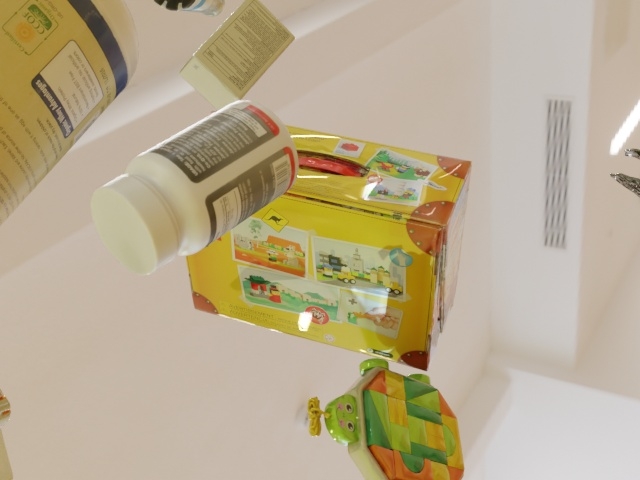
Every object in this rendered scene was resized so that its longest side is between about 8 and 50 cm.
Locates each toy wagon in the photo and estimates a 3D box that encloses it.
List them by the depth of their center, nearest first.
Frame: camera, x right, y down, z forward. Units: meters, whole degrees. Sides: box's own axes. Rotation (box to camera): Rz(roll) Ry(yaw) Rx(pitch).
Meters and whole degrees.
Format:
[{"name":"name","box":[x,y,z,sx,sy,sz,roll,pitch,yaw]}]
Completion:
[{"name":"toy wagon","box":[0.122,0.340,1.488,0.344,0.068,0.267,25,-133,-37]}]

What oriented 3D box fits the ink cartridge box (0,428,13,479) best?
[{"name":"ink cartridge box","box":[-0.668,0.328,1.354,0.270,0.197,0.198,-14,-91,-34]}]

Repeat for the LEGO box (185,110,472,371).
[{"name":"LEGO box","box":[0.000,0.000,1.584,0.193,0.501,0.372,-61,-21,-44]}]

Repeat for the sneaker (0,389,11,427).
[{"name":"sneaker","box":[-0.483,0.161,1.107,0.084,0.083,0.214,-28,-54,-24]}]

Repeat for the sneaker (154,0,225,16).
[{"name":"sneaker","box":[-0.171,-0.290,0.883,0.071,0.190,0.083,-48,-21,15]}]

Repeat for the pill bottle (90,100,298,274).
[{"name":"pill bottle","box":[-0.179,-0.079,1.225,0.283,0.161,0.161,-37,-49,-37]}]

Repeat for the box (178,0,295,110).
[{"name":"box","box":[-0.198,-0.439,2.007,0.149,0.127,0.232,44,-114,-13]}]

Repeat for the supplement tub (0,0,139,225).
[{"name":"supplement tub","box":[-0.318,-0.105,0.649,0.316,0.228,0.228,-55,-37,-21]}]

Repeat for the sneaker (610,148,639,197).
[{"name":"sneaker","box":[0.318,-0.026,0.672,0.051,0.170,0.089,-59,-11,-1]}]
